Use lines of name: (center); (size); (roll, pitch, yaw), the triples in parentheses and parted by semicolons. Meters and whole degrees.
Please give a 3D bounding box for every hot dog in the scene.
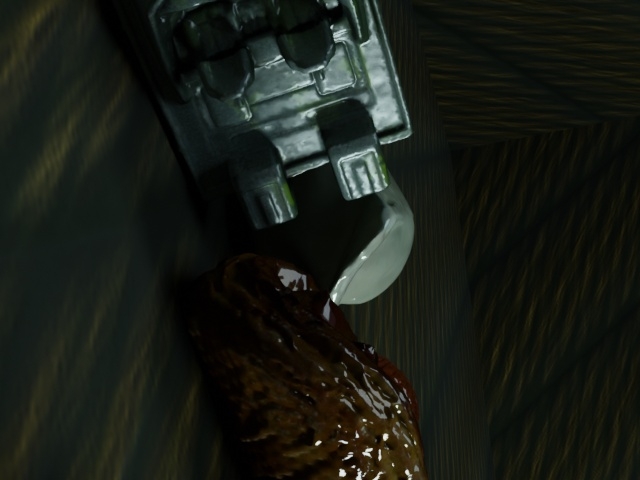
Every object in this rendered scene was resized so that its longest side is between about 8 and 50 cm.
hot dog: (-0.008, 0.106, 0.652); (0.160, 0.099, 0.227); (46, -20, 54)

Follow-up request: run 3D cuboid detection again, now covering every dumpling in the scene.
dumpling: (0.000, 0.000, 0.807); (0.229, 0.124, 0.151); (-94, -151, -70)

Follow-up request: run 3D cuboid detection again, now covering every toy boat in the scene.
toy boat: (-0.045, -0.146, 0.608); (0.092, 0.141, 0.319); (-104, 175, -48)

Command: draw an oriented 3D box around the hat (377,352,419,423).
hat: (0.011, 0.149, 0.834); (0.162, 0.093, 0.112); (-29, 99, -60)
